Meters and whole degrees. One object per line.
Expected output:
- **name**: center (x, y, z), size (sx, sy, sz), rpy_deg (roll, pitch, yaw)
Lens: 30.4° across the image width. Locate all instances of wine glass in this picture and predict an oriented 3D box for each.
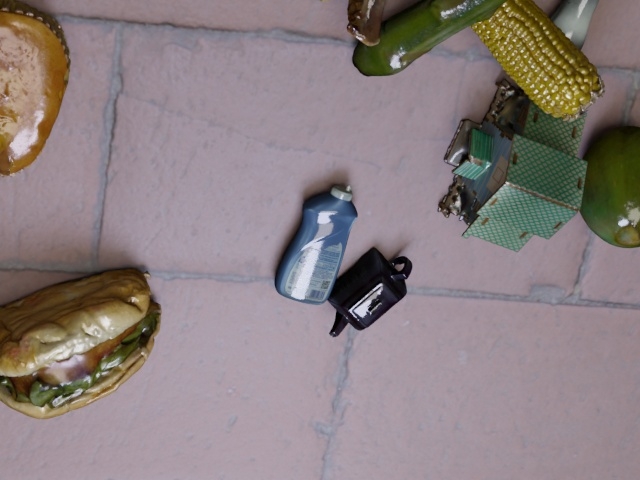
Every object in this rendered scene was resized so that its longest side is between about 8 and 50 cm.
- **wine glass**: center (0.403, -0.368, 1.807), size (0.072, 0.072, 0.155), rpy_deg (21, 106, -18)

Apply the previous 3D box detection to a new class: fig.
- **fig**: center (0.498, -0.078, 1.895), size (0.181, 0.191, 0.181), rpy_deg (5, 144, 4)

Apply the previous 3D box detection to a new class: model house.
- **model house**: center (0.302, -0.102, 1.824), size (0.178, 0.206, 0.271), rpy_deg (21, 107, -19)

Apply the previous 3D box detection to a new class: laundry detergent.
- **laundry detergent**: center (0.000, 0.000, 1.889), size (0.097, 0.061, 0.206), rpy_deg (19, 107, -10)

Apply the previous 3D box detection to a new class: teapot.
- **teapot**: center (0.080, 0.092, 1.923), size (0.177, 0.096, 0.087), rpy_deg (-41, 113, 7)

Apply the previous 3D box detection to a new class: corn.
- **corn**: center (0.296, -0.306, 1.759), size (0.106, 0.106, 0.305), rpy_deg (-44, 92, 8)

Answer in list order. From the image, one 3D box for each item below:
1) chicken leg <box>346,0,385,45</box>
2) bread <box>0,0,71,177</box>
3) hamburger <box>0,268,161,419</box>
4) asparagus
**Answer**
- **chicken leg**: center (0.146, -0.471, 1.663), size (0.295, 0.182, 0.409), rpy_deg (1, 110, -35)
- **bread**: center (-0.454, -0.218, 1.677), size (0.179, 0.133, 0.250), rpy_deg (16, 109, -21)
- **hamburger**: center (-0.405, 0.176, 1.808), size (0.330, 0.209, 0.162), rpy_deg (-14, 114, -3)
- **asparagus**: center (0.186, -0.333, 1.705), size (0.343, 0.085, 0.082), rpy_deg (-28, 80, 39)
